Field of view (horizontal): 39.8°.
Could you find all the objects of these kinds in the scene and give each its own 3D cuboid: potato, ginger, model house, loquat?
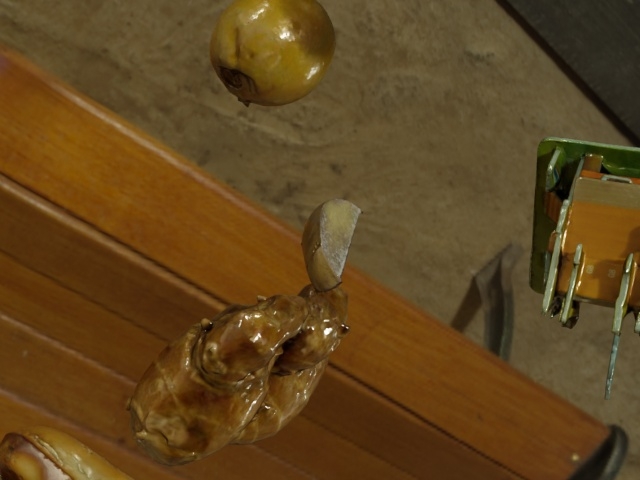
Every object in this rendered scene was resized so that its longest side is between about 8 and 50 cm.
[{"bbox_3d":[-0.001,0.000,0.630,0.037,0.093,0.036,-31,112,29],"label":"potato"},{"bbox_3d":[-0.091,0.161,1.198,0.152,0.357,0.274,40,108,21],"label":"ginger"},{"bbox_3d":[0.411,0.071,1.368,0.243,0.312,0.357,14,132,22],"label":"model house"},{"bbox_3d":[-0.088,-0.373,1.673,0.244,0.244,0.243,2,125,2],"label":"loquat"}]

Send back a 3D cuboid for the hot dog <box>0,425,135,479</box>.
[{"bbox_3d":[-0.165,0.263,0.718,0.337,0.100,0.135,29,96,29],"label":"hot dog"}]
